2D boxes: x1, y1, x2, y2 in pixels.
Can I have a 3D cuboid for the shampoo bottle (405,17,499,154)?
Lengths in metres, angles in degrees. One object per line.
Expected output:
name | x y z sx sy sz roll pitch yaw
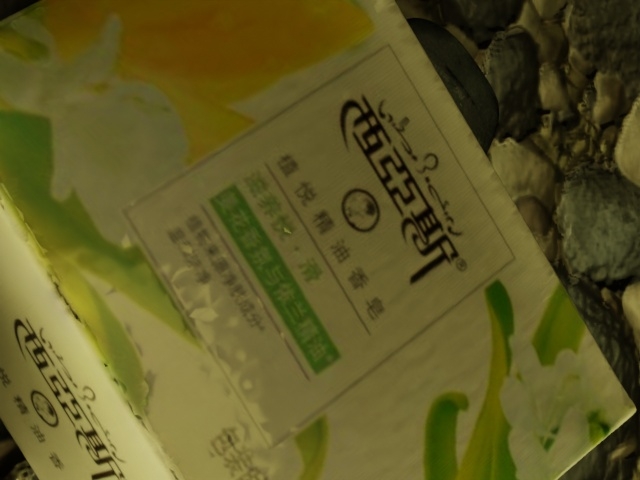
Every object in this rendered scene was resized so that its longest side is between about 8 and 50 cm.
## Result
shampoo bottle | 0.000 0.000 0.817 0.087 0.049 0.234 51 58 -24

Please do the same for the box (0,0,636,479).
box | -0.029 0.015 0.700 0.194 0.111 0.260 -36 95 -33
